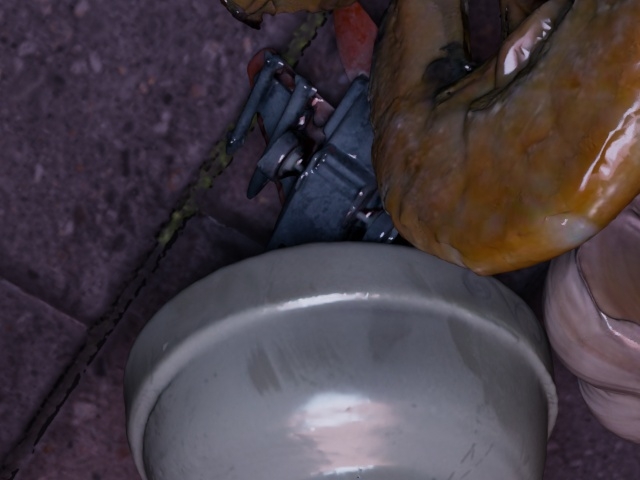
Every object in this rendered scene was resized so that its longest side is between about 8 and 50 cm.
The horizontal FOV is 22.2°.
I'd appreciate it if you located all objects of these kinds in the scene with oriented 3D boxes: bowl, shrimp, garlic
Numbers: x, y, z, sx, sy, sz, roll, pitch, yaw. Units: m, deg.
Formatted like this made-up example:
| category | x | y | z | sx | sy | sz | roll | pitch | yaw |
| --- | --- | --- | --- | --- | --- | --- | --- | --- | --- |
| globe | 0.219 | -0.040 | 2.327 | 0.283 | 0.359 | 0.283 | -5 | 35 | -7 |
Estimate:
| category | x | y | z | sx | sy | sz | roll | pitch | yaw |
| --- | --- | --- | --- | --- | --- | --- | --- | --- | --- |
| bowl | 0.019 | 0.152 | 1.113 | 0.307 | 0.163 | 0.307 | -4 | 137 | -4 |
| shrimp | 0.167 | -0.189 | 0.962 | 0.085 | 0.272 | 0.445 | 27 | 94 | -38 |
| garlic | 0.253 | 0.067 | 1.146 | 0.229 | 0.178 | 0.143 | 15 | 139 | -12 |

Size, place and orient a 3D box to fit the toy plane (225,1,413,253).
| category | x | y | z | sx | sy | sz | roll | pitch | yaw |
| --- | --- | --- | --- | --- | --- | --- | --- | --- | --- |
| toy plane | -0.003 | 0.001 | 1.138 | 0.223 | 0.104 | 0.326 | 38 | 113 | 13 |

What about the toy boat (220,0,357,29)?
| category | x | y | z | sx | sy | sz | roll | pitch | yaw |
| --- | --- | --- | --- | --- | --- | --- | --- | --- | --- |
| toy boat | 0.048 | -0.312 | 0.916 | 0.162 | 0.136 | 0.445 | 34 | 135 | 2 |
